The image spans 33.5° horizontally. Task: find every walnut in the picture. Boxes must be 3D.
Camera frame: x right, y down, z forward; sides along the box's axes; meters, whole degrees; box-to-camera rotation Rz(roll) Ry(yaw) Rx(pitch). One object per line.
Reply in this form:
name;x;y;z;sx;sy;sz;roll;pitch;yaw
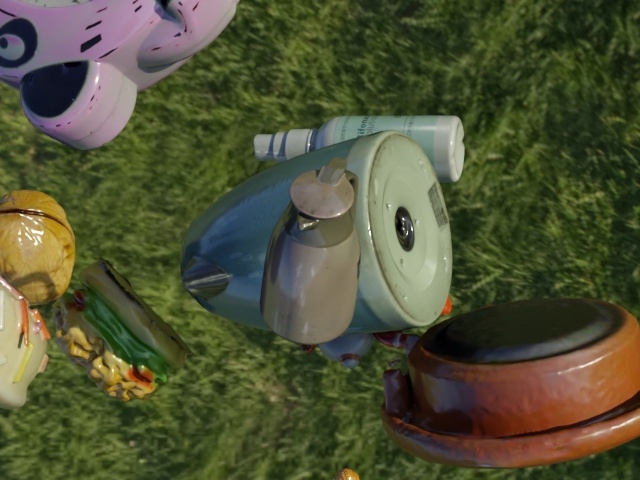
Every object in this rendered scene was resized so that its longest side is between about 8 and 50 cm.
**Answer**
walnut;-0.423;0.007;1.536;0.144;0.180;0.144;1;51;-1

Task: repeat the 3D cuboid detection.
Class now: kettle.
kettle;-0.013;0.003;1.425;0.342;0.319;0.247;-11;98;30

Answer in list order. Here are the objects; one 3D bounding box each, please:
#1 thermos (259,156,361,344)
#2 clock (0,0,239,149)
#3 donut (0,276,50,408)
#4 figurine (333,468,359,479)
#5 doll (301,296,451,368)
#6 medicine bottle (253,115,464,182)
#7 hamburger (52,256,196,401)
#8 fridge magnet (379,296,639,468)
thermos;0.000;0.000;1.120;0.105;0.193;0.137;25;50;16
clock;-0.139;-0.200;0.677;0.227;0.090;0.248;39;93;23
donut;-0.490;0.054;1.310;0.383;0.382;0.142;30;73;34
figurine;0.027;0.422;1.722;0.109;0.064;0.047;-61;16;1
doll;0.073;0.111;1.537;0.245;0.076;0.142;-30;54;26
medicine bottle;0.058;-0.153;1.777;0.352;0.110;0.110;2;81;17
hamburger;-0.319;0.149;1.644;0.149;0.237;0.237;-45;58;-6
fridge magnet;0.248;0.169;1.278;0.364;0.363;0.155;-5;102;32
